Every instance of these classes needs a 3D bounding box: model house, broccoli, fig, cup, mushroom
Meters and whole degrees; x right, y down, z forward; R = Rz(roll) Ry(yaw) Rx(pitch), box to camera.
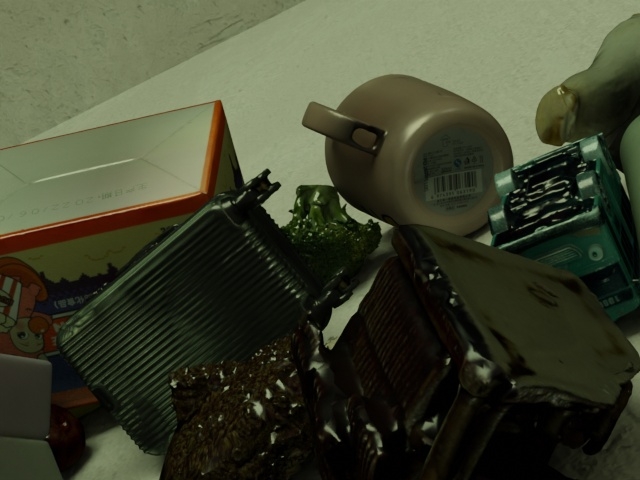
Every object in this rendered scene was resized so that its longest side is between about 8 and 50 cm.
[{"bbox_3d":[0.115,0.173,1.248,0.282,0.297,0.317,-56,30,18],"label":"model house"},{"bbox_3d":[0.000,0.000,1.894,0.146,0.137,0.162,-4,-7,40],"label":"broccoli"},{"bbox_3d":[-0.343,0.258,1.799,0.125,0.089,0.089,-49,7,32],"label":"fig"},{"bbox_3d":[0.103,-0.113,1.860,0.191,0.253,0.200,-67,24,4],"label":"cup"},{"bbox_3d":[0.382,-0.204,1.908,0.097,0.109,0.351,20,39,30],"label":"mushroom"}]

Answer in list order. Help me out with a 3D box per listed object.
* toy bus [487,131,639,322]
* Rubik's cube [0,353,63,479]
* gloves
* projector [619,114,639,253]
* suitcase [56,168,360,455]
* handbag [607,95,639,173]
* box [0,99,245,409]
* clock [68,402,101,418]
[{"bbox_3d":[0.256,-0.004,1.518,0.128,0.147,0.256,-23,15,19],"label":"toy bus"},{"bbox_3d":[-0.471,0.257,1.586,0.387,0.358,0.368,-12,-17,38],"label":"Rubik's cube"},{"bbox_3d":[-0.045,0.171,1.502,0.312,0.135,0.210,-37,23,-18],"label":"gloves"},{"bbox_3d":[0.368,-0.034,1.502,0.108,0.108,0.337,-23,20,16],"label":"projector"},{"bbox_3d":[-0.131,0.083,1.657,0.312,0.202,0.128,-38,3,13],"label":"suitcase"},{"bbox_3d":[0.444,-0.193,1.725,0.247,0.080,0.223,-56,-4,40],"label":"handbag"},{"bbox_3d":[-0.266,0.021,1.893,0.349,0.256,0.318,-13,27,5],"label":"box"},{"bbox_3d":[-0.365,0.181,2.005,0.277,0.071,0.293,-25,29,-16],"label":"clock"}]
